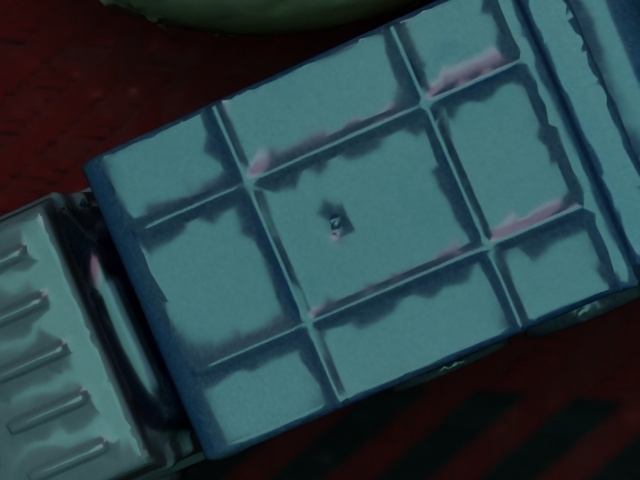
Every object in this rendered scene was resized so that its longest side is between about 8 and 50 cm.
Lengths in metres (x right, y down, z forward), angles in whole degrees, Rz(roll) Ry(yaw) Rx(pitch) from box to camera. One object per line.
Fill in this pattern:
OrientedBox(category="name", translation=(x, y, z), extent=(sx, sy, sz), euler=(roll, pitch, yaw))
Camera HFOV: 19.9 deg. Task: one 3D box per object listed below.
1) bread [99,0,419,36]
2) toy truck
OrientedBox(category="bread", translation=(-0.011, -0.224, 0.726), extent=(0.305, 0.159, 0.305), euler=(0, 87, 9))
OrientedBox(category="toy truck", translation=(0.000, 0.000, 0.711), extent=(0.367, 0.175, 0.146), euler=(-25, 86, 9))
